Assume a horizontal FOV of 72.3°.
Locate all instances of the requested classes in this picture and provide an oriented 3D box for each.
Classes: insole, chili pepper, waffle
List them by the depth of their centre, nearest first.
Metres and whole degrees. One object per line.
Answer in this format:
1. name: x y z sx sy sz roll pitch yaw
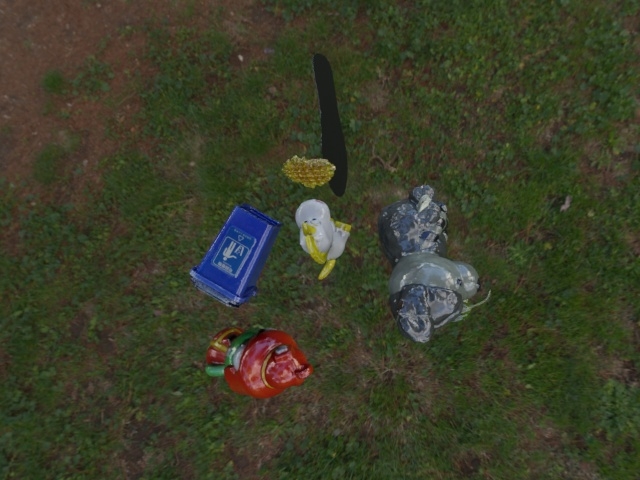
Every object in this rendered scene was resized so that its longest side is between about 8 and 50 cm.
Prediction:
1. waffle: -0.021 -0.114 0.722 0.085 0.078 0.016 15 59 -14
2. insole: 0.022 -0.258 0.988 0.007 0.109 0.322 -7 94 34
3. chili pepper: 0.287 0.154 0.999 0.203 0.072 0.073 -9 73 18

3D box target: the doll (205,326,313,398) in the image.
1. doll: -0.146 0.303 1.089 0.182 0.363 0.160 -28 103 -40

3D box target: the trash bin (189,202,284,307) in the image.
1. trash bin: -0.203 0.033 1.119 0.162 0.184 0.235 29 98 3

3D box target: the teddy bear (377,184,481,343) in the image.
1. teddy bear: 0.179 0.058 0.727 0.144 0.171 0.251 -8 62 7

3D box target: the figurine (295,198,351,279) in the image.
1. figurine: -0.001 -0.008 0.842 0.109 0.178 0.130 -7 67 12
